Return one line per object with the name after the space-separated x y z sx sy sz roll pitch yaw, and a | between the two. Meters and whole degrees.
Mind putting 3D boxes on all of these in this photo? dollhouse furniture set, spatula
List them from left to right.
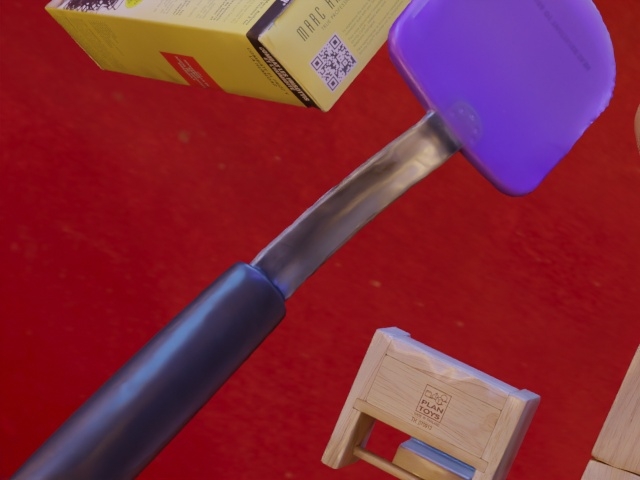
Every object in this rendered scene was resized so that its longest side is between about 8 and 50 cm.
0.000 0.000 0.540 0.296 0.030 0.084 -44 103 -16 | spatula
0.124 0.089 0.799 0.184 0.129 0.129 25 97 18 | dollhouse furniture set

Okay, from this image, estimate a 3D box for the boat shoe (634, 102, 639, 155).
0.295 -0.130 1.152 0.127 0.340 0.158 -11 77 16 | boat shoe

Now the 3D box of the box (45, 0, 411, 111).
-0.055 -0.128 0.837 0.232 0.058 0.087 16 63 52 | box
